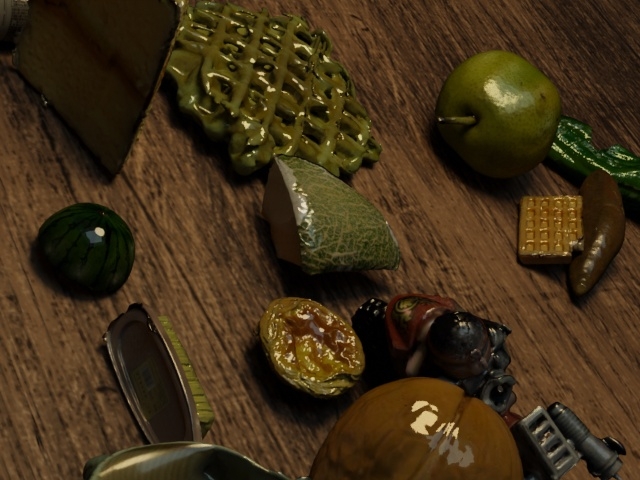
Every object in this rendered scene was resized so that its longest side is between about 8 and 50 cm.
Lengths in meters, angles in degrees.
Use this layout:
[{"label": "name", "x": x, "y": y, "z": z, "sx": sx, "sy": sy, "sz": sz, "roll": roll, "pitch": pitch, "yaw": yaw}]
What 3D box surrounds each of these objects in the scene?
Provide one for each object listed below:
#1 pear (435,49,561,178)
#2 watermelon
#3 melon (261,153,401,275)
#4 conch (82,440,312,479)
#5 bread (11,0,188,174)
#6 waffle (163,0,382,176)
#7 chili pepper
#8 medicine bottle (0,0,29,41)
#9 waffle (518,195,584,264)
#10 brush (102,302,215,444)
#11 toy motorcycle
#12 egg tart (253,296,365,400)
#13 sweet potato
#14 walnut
[{"label": "pear", "x": 0.237, "y": -0.172, "z": 1.627, "sx": 0.216, "sy": 0.166, "sz": 0.180, "roll": -20, "pitch": 77, "yaw": -54}, {"label": "watermelon", "x": -0.234, "y": -0.001, "z": 1.209, "sx": 0.105, "sy": 0.062, "sz": 0.105, "roll": 26, "pitch": 32, "yaw": -18}, {"label": "melon", "x": 0.001, "y": 0.000, "z": 1.354, "sx": 0.202, "sy": 0.093, "sz": 0.139, "roll": 36, "pitch": 35, "yaw": -12}, {"label": "conch", "x": -0.142, "y": 0.257, "z": 0.926, "sx": 0.386, "sy": 0.169, "sz": 0.203, "roll": -3, "pitch": 59, "yaw": -36}, {"label": "bread", "x": -0.252, "y": -0.220, "z": 1.290, "sx": 0.178, "sy": 0.240, "sz": 0.135, "roll": 23, "pitch": 34, "yaw": -8}, {"label": "waffle", "x": -0.065, "y": -0.199, "z": 1.521, "sx": 0.297, "sy": 0.073, "sz": 0.317, "roll": -9, "pitch": 55, "yaw": -41}, {"label": "chili pepper", "x": 0.435, "y": -0.108, "z": 1.775, "sx": 0.253, "sy": 0.083, "sz": 0.099, "roll": 29, "pitch": 38, "yaw": 1}, {"label": "medicine bottle", "x": -0.343, "y": -0.275, "z": 1.398, "sx": 0.140, "sy": 0.079, "sz": 0.079, "roll": -4, "pitch": 53, "yaw": -37}, {"label": "waffle", "x": 0.317, "y": -0.016, "z": 1.611, "sx": 0.092, "sy": 0.021, "sz": 0.135, "roll": 0, "pitch": 40, "yaw": 8}, {"label": "brush", "x": -0.114, "y": 0.193, "z": 1.096, "sx": 0.067, "sy": 0.072, "sz": 0.313, "roll": 8, "pitch": 45, "yaw": -48}, {"label": "toy motorcycle", "x": 0.189, "y": 0.190, "z": 1.203, "sx": 0.134, "sy": 0.207, "sz": 0.401, "roll": -36, "pitch": 76, "yaw": -23}, {"label": "egg tart", "x": -0.016, "y": 0.117, "z": 1.248, "sx": 0.130, "sy": 0.052, "sz": 0.130, "roll": 20, "pitch": 42, "yaw": -19}, {"label": "sweet potato", "x": 0.388, "y": -0.001, "z": 1.643, "sx": 0.077, "sy": 0.077, "sz": 0.244, "roll": 27, "pitch": 46, "yaw": -9}, {"label": "walnut", "x": 0.085, "y": 0.237, "z": 1.073, "sx": 0.193, "sy": 0.226, "sz": 0.193, "roll": 19, "pitch": 1, "yaw": 0}]
